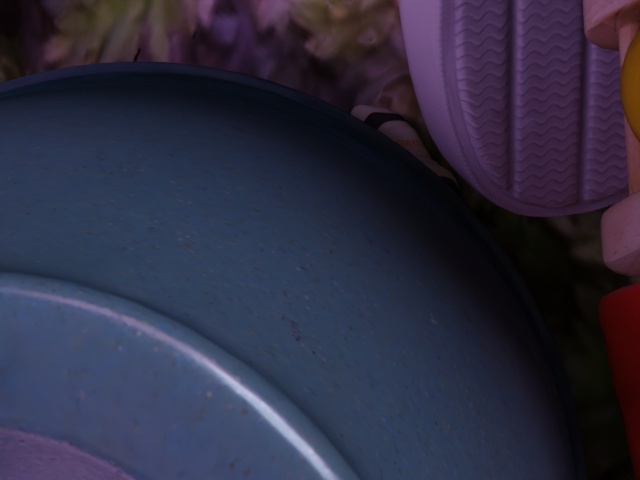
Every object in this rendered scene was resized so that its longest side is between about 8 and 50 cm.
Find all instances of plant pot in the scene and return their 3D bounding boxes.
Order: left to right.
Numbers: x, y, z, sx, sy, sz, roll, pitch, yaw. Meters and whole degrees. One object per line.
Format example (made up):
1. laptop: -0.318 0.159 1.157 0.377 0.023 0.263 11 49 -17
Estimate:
1. plant pot: -0.063 0.089 0.483 0.272 0.255 0.271 0 93 4

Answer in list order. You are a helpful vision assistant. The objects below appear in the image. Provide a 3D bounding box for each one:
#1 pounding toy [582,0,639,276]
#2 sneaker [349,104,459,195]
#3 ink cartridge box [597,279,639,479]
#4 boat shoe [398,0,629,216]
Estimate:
1. pounding toy: 0.146 -0.039 0.384 0.269 0.154 0.155 -37 48 55
2. sneaker: 0.000 0.000 0.645 0.109 0.040 0.043 -44 57 28
3. ink cartridge box: 0.187 0.142 0.409 0.308 0.091 0.385 -24 64 38
4. boat shoe: 0.067 -0.153 0.517 0.094 0.109 0.302 -124 31 -55
